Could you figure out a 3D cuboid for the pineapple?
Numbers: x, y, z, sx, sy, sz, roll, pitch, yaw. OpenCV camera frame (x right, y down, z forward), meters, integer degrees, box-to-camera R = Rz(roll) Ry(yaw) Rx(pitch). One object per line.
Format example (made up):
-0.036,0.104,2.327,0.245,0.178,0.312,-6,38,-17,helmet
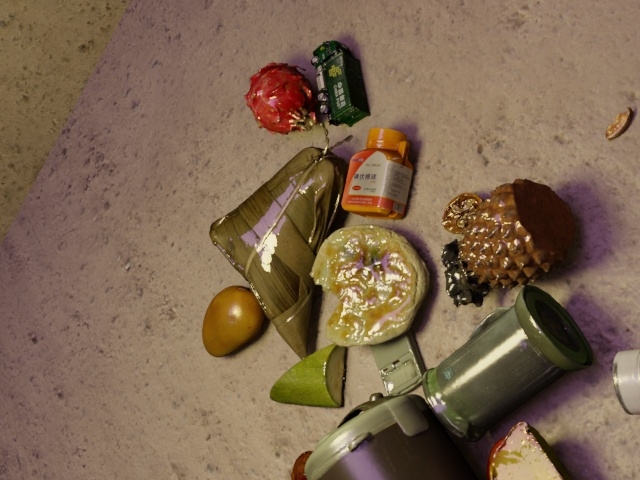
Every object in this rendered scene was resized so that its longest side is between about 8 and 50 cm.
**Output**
0.374,0.029,1.750,0.357,0.222,0.223,-45,49,48,pineapple

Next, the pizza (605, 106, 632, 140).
0.639,-0.248,1.696,0.083,0.016,0.037,-57,48,20,pizza

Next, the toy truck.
0.052,-0.451,2.261,0.121,0.088,0.259,-28,61,36,toy truck

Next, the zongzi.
0.008,0.001,2.147,0.500,0.218,0.467,-40,77,14,zongzi

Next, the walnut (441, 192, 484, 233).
0.348,-0.060,1.886,0.121,0.052,0.091,-33,58,34,walnut

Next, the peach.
0.438,0.509,1.560,0.159,0.154,0.267,-43,61,14,peach

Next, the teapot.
0.374,0.255,1.688,0.337,0.200,0.270,-45,23,27,teapot

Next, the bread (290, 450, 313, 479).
0.015,0.620,1.935,0.246,0.135,0.232,-44,51,25,bread

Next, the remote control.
0.175,0.243,1.973,0.123,0.038,0.285,-39,56,30,remote control

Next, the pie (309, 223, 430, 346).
0.115,0.105,1.975,0.337,0.075,0.338,-9,71,28,pie

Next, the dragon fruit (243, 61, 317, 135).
-0.109,-0.405,2.327,0.268,0.210,0.205,49,128,34,dragon fruit

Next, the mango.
-0.263,0.230,2.315,0.254,0.139,0.176,-37,48,37,mango

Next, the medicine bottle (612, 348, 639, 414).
0.674,0.245,1.424,0.258,0.143,0.144,-17,67,38,medicine bottle

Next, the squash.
-0.054,0.354,2.111,0.252,0.093,0.170,-5,76,42,squash

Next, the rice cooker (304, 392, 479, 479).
0.151,0.507,1.693,0.335,0.335,0.325,-46,64,23,rice cooker

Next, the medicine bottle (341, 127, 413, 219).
0.154,-0.173,2.060,0.149,0.112,0.222,6,82,44,medicine bottle
